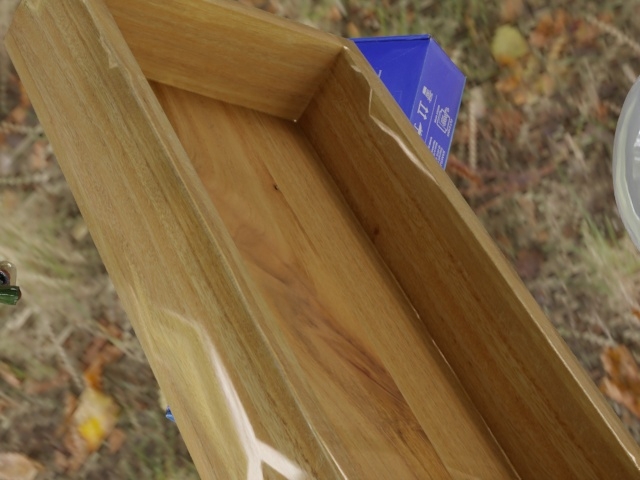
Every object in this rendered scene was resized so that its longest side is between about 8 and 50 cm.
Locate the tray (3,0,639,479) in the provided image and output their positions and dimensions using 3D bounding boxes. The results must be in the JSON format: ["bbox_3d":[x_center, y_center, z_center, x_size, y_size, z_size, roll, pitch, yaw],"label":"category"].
[{"bbox_3d":[-0.002,0.015,0.834,0.076,0.203,0.411,-56,41,25],"label":"tray"}]

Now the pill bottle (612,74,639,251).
[{"bbox_3d":[0.426,-0.067,1.426,0.334,0.188,0.188,-3,57,-26],"label":"pill bottle"}]

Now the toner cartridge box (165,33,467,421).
[{"bbox_3d":[0.000,0.000,1.430,0.165,0.075,0.347,1,66,34],"label":"toner cartridge box"}]

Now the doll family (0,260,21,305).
[{"bbox_3d":[-0.263,0.009,0.961,0.193,0.111,0.076,-4,95,5],"label":"doll family"}]
